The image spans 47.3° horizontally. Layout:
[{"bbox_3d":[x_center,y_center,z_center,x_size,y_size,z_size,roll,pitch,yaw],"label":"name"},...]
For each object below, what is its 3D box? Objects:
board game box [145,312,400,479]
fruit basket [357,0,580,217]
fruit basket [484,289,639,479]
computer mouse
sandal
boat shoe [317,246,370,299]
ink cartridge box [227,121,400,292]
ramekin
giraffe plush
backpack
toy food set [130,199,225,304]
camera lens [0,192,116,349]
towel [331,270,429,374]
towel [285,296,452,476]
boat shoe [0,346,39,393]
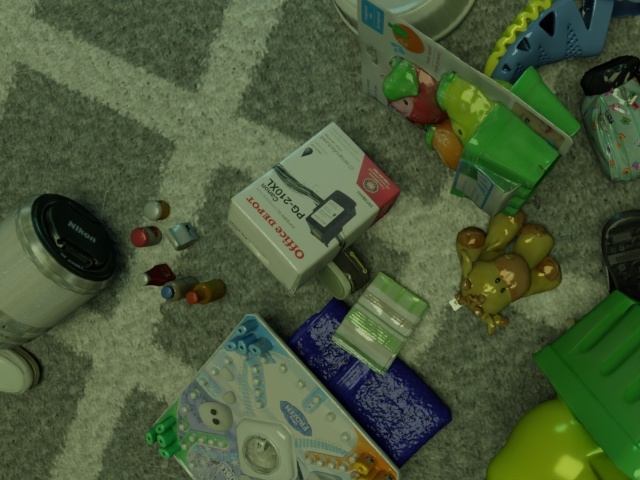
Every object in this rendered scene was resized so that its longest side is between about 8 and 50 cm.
[{"bbox_3d":[-0.110,0.393,1.344,0.390,0.050,0.390,46,119,10],"label":"board game box"},{"bbox_3d":[0.191,-0.186,1.102,0.353,0.327,0.165,32,81,10],"label":"fruit basket"},{"bbox_3d":[0.416,0.286,1.014,0.283,0.392,0.392,28,104,-8],"label":"fruit basket"},{"bbox_3d":[0.475,0.085,1.172,0.184,0.060,0.262,-20,100,14],"label":"computer mouse"},{"bbox_3d":[0.383,-0.331,1.121,0.317,0.126,0.138,-44,88,11],"label":"sandal"},{"bbox_3d":[0.000,0.000,1.313,0.227,0.069,0.081,54,152,15],"label":"boat shoe"},{"bbox_3d":[-0.013,-0.057,1.230,0.237,0.100,0.172,-40,80,-21],"label":"ink cartridge box"},{"bbox_3d":[0.127,-0.458,1.197,0.273,0.127,0.273,2,95,18],"label":"ramekin"},{"bbox_3d":[0.277,0.057,1.171,0.181,0.170,0.210,42,106,10],"label":"giraffe plush"},{"bbox_3d":[0.464,-0.182,1.115,0.115,0.152,0.182,-18,101,24],"label":"backpack"},{"bbox_3d":[-0.292,0.034,1.389,0.111,0.104,0.232,-34,84,18],"label":"toy food set"},{"bbox_3d":[-0.554,0.058,1.416,0.274,0.219,0.219,-35,84,18],"label":"camera lens"},{"bbox_3d":[0.105,0.143,1.280,0.113,0.023,0.152,35,80,8],"label":"towel"},{"bbox_3d":[0.054,0.282,1.314,0.308,0.076,0.227,43,107,10],"label":"towel"},{"bbox_3d":[-0.748,0.258,1.558,0.302,0.103,0.113,16,100,16],"label":"boat shoe"}]
